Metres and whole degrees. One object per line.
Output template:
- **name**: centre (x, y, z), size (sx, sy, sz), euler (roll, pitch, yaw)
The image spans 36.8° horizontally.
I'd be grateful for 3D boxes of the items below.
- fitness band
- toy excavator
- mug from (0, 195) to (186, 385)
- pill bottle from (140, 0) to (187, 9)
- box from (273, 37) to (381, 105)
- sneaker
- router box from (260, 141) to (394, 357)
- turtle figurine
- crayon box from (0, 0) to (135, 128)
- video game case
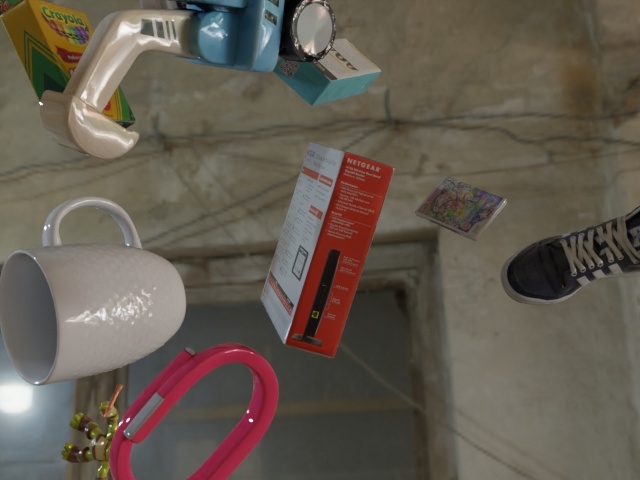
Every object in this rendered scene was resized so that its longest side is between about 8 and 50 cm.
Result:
- **fitness band**: centre (-0.189, 0.282, 1.460), size (0.054, 0.291, 0.209), euler (28, -20, 48)
- **toy excavator**: centre (-0.203, -0.343, 1.466), size (0.445, 0.433, 0.222), euler (-3, 15, -45)
- **mug**: centre (-0.470, 0.091, 2.018), size (0.328, 0.374, 0.276), euler (-7, -3, -42)
- **pill bottle**: centre (-0.224, -0.532, 2.044), size (0.302, 0.169, 0.169), euler (-4, -19, 22)
- **box**: centre (0.017, -0.307, 1.738), size (0.060, 0.100, 0.244), euler (-51, -11, 26)
- **sneaker**: centre (0.407, 0.013, 1.384), size (0.282, 0.099, 0.153), euler (-12, -15, -13)
- **router box**: centre (0.000, 0.000, 1.560), size (0.082, 0.301, 0.335), euler (17, 6, -12)
- **turtle figurine**: centre (-0.472, 0.433, 2.078), size (0.087, 0.269, 0.217), euler (7, -3, -39)
- **crayon box**: centre (-0.516, -0.365, 1.938), size (0.081, 0.318, 0.202), euler (-29, -5, 20)
- **video game case**: centre (0.223, -0.053, 1.533), size (0.122, 0.087, 0.011), euler (27, -23, 38)
